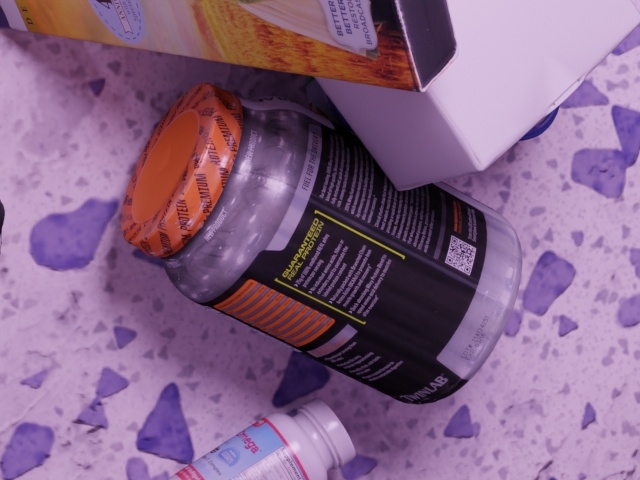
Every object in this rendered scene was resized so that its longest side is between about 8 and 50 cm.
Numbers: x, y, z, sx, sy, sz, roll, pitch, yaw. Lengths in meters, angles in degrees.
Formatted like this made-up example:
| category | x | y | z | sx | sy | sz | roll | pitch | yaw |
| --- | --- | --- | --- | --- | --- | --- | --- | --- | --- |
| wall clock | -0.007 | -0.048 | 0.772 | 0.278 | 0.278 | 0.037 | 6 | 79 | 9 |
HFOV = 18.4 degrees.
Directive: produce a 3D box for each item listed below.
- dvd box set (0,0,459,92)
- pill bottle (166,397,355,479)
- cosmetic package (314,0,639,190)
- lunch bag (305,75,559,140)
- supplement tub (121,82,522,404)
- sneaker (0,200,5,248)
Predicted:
| category | x | y | z | sx | sy | sz | roll | pitch | yaw |
| --- | --- | --- | --- | --- | --- | --- | --- | --- | --- |
| dvd box set | -0.116 | -0.273 | 1.472 | 0.062 | 0.420 | 0.307 | -48 | 136 | -36 |
| pill bottle | -0.052 | 0.210 | 1.780 | 0.160 | 0.087 | 0.087 | -32 | 108 | -15 |
| cosmetic package | 0.055 | -0.255 | 1.586 | 0.217 | 0.156 | 0.385 | -40 | 105 | -24 |
| lunch bag | 0.101 | -0.224 | 1.764 | 0.243 | 0.115 | 0.303 | 2 | 96 | -20 |
| supplement tub | 0.000 | 0.000 | 1.711 | 0.316 | 0.193 | 0.193 | 28 | 87 | -24 |
| sneaker | -0.312 | -0.135 | 1.531 | 0.169 | 0.257 | 0.447 | -12 | 102 | -20 |
